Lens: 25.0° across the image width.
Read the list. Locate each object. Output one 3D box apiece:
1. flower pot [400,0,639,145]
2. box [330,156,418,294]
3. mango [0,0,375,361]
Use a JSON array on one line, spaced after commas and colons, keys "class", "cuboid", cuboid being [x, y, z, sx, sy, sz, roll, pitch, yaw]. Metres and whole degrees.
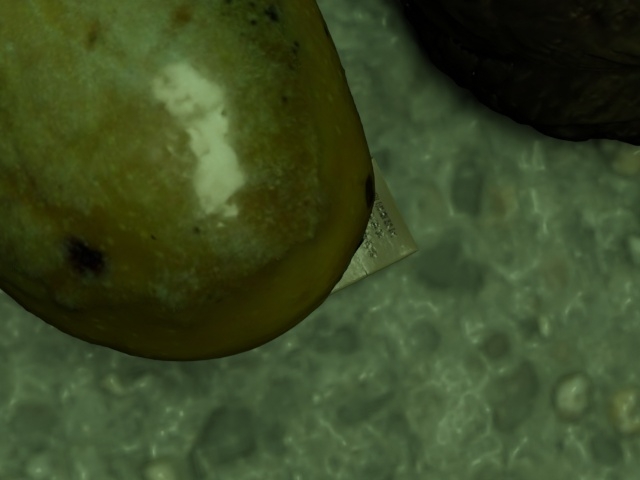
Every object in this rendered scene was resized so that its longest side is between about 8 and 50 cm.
[{"class": "flower pot", "cuboid": [0.164, -0.199, 0.621, 0.266, 0.267, 0.267, 2, 75, -7]}, {"class": "box", "cuboid": [0.000, 0.000, 0.711, 0.083, 0.024, 0.053, -25, 91, -12]}, {"class": "mango", "cuboid": [-0.104, -0.098, 0.634, 0.176, 0.175, 0.330, -15, 69, -35]}]
